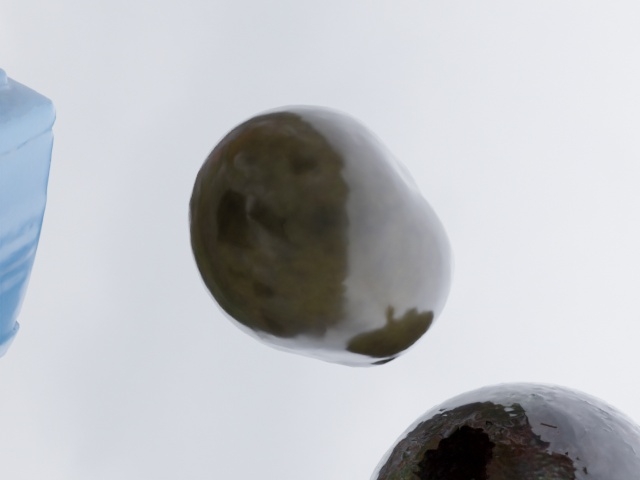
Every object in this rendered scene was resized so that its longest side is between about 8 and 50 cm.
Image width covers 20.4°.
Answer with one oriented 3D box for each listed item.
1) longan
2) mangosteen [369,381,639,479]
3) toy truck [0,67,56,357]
[{"bbox_3d":[0.000,0.000,1.174,0.167,0.187,0.167,-59,179,-1],"label":"longan"},{"bbox_3d":[0.152,0.238,1.238,0.288,0.288,0.288,-33,-129,56],"label":"mangosteen"},{"bbox_3d":[-0.307,-0.056,0.758,0.161,0.385,0.162,-36,148,-63],"label":"toy truck"}]
